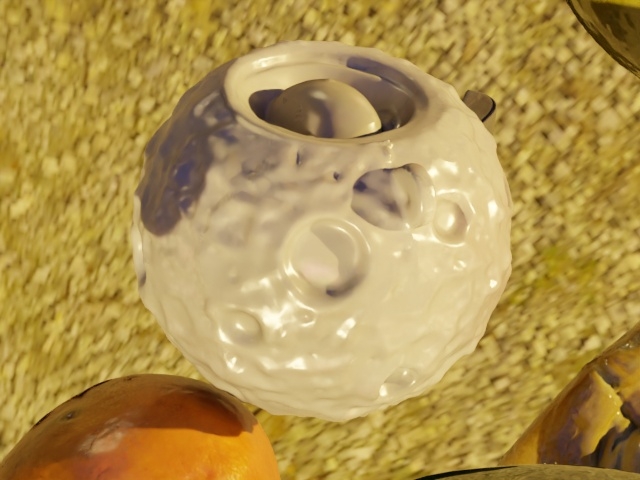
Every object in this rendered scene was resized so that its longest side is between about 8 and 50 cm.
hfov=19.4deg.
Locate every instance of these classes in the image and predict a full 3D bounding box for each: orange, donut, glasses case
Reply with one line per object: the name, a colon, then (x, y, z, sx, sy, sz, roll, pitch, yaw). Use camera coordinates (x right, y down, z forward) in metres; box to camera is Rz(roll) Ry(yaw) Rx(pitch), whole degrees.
orange: (-0.171, 0.248, 1.679, 0.284, 0.284, 0.226, -36, 107, -16)
donut: (0.305, 0.199, 1.787, 0.360, 0.360, 0.170, -40, 72, -16)
glasses case: (0.157, -0.073, 2.040, 0.042, 0.190, 0.072, 22, 50, 17)

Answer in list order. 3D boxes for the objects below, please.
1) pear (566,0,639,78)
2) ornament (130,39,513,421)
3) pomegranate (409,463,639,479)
pear: (0.168, -0.132, 0.655, 0.200, 0.200, 0.200, 2, 78, -11)
ornament: (0.000, 0.000, 1.636, 0.337, 0.337, 0.337, 2, 78, -11)
pomegranate: (0.038, 0.198, 0.599, 0.358, 0.310, 0.216, -13, 48, 12)
